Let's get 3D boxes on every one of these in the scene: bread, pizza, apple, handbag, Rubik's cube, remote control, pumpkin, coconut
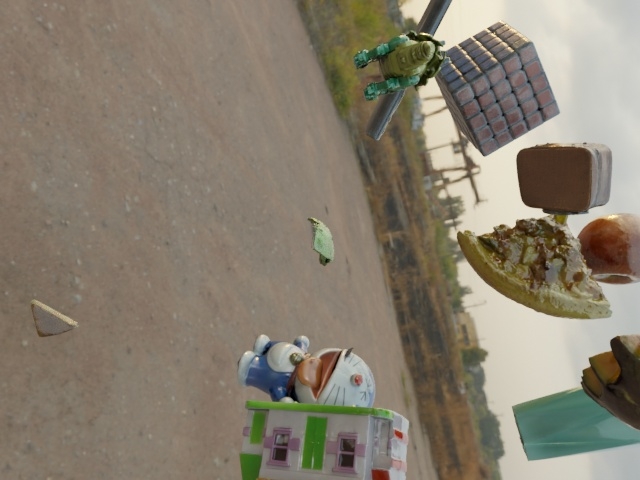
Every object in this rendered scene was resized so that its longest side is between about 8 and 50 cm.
[{"bbox_3d":[-0.573,0.175,1.241,0.109,0.062,0.043,36,-4,-29],"label":"bread"},{"bbox_3d":[0.459,0.070,1.281,0.087,0.258,0.268,76,0,-62],"label":"pizza"},{"bbox_3d":[0.707,0.015,1.394,0.201,0.201,0.162,51,48,-67],"label":"apple"},{"bbox_3d":[0.503,-0.129,1.228,0.193,0.072,0.151,16,-64,58],"label":"handbag"},{"bbox_3d":[0.464,-0.415,1.597,0.238,0.237,0.236,54,14,-34],"label":"Rubik's cube"},{"bbox_3d":[0.210,-0.422,1.413,0.107,0.044,0.377,-84,-160,-70],"label":"remote control"},{"bbox_3d":[0.409,0.201,0.709,0.254,0.131,0.149,57,14,-53],"label":"pumpkin"},{"bbox_3d":[0.005,0.001,1.540,0.158,0.055,0.133,43,36,-86],"label":"coconut"}]

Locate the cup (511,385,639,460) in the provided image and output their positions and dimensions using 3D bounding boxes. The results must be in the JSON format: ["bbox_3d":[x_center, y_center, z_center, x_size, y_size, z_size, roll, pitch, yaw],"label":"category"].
[{"bbox_3d":[0.510,0.357,1.170,0.148,0.236,0.134,54,24,-56],"label":"cup"}]

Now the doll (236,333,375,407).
[{"bbox_3d":[-0.023,0.254,1.095,0.215,0.257,0.161,-55,160,-54],"label":"doll"}]

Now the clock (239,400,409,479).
[{"bbox_3d":[-0.005,0.400,0.847,0.166,0.235,0.309,47,44,-57],"label":"clock"}]

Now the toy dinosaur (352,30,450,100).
[{"bbox_3d":[0.125,-0.271,0.899,0.259,0.153,0.094,-58,129,-74],"label":"toy dinosaur"}]
